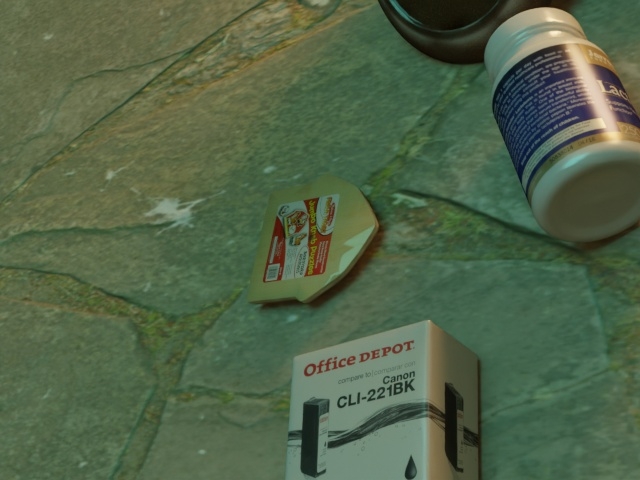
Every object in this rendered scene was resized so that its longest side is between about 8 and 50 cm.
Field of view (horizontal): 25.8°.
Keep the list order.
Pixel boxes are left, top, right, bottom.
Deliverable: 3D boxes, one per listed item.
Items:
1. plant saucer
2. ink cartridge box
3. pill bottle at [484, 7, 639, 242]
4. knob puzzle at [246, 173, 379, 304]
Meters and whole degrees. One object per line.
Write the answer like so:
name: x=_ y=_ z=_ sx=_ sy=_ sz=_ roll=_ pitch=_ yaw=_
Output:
plant saucer: x=0.175 y=-0.387 z=1.831 sx=0.311 sy=0.050 sz=0.310 roll=7 pitch=101 yaw=39
ink cartridge box: x=0.069 y=0.248 z=1.577 sx=0.197 sy=0.114 sz=0.273 roll=-18 pitch=52 yaw=31
pill bottle: x=0.285 y=-0.140 z=1.622 sx=0.153 sy=0.153 sz=0.264 roll=-32 pitch=47 yaw=19
knob puzzle: x=0.000 y=0.000 z=1.857 sx=0.213 sy=0.030 sz=0.213 roll=-21 pitch=50 yaw=28
